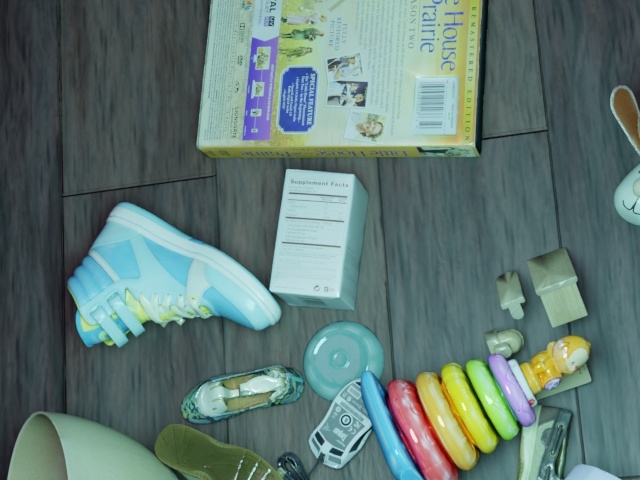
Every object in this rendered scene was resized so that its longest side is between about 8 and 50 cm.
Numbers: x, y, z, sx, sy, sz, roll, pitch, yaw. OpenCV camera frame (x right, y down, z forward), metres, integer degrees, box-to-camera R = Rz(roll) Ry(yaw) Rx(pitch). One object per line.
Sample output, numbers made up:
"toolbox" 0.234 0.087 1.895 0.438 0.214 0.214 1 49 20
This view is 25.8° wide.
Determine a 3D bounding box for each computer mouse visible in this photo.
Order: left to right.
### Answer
"computer mouse" 0.025 0.280 1.950 0.106 0.042 0.193 39 94 24

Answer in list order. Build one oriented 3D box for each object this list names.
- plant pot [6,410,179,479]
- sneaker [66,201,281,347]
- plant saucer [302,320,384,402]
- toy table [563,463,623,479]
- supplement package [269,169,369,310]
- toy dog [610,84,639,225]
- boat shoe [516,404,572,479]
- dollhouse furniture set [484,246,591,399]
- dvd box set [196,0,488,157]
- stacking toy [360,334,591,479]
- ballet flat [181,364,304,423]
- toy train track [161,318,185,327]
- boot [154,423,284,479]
"plant pot" -0.293 0.373 1.877 0.191 0.284 0.284 4 73 -29
"sneaker" -0.224 0.096 1.999 0.319 0.127 0.208 27 70 28
"plant saucer" 0.030 0.171 1.985 0.119 0.021 0.119 -3 76 13
"toy table" 0.382 0.420 1.728 0.274 0.252 0.161 32 70 30
"supplement package" 0.000 0.000 1.991 0.105 0.105 0.179 4 77 16
"toy dog" 0.504 -0.188 1.879 0.220 0.161 0.333 5 78 16
"boat shoe" 0.299 0.326 1.846 0.073 0.080 0.223 -2 71 19
"dollhouse furniture set" 0.300 0.118 1.926 0.144 0.123 0.151 -20 107 9
"dvd box set" 0.035 -0.274 2.075 0.420 0.062 0.307 0 76 15
"stacking toy" 0.220 0.208 1.831 0.302 0.175 0.165 -27 49 6
"ballet flat" -0.118 0.214 1.990 0.188 0.070 0.070 -17 73 10
"toy train track" -0.235 0.096 2.076 0.083 0.014 0.048 38 88 20
"boot" -0.109 0.331 1.903 0.213 0.165 0.077 24 75 25
